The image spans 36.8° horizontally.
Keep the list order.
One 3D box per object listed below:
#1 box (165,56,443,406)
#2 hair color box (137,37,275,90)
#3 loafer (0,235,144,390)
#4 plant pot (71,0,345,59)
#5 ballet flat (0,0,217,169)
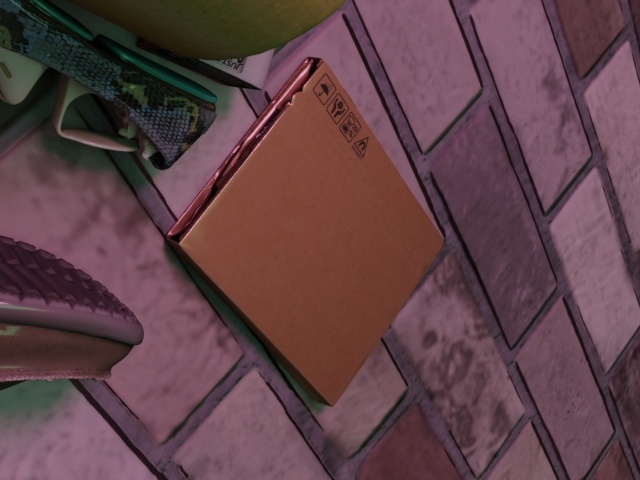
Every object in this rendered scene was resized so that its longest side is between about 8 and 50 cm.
[{"bbox_3d":[0.000,0.000,0.681,0.164,0.021,0.201,-54,132,-18],"label":"box"},{"bbox_3d":[-0.051,-0.169,0.572,0.072,0.043,0.141,19,87,-44],"label":"hair color box"},{"bbox_3d":[-0.205,0.046,0.464,0.251,0.094,0.087,9,106,-40],"label":"loafer"},{"bbox_3d":[-0.087,-0.208,0.394,0.254,0.276,0.276,31,80,-57],"label":"plant pot"},{"bbox_3d":[-0.134,-0.089,0.505,0.188,0.070,0.070,29,81,-40],"label":"ballet flat"}]
